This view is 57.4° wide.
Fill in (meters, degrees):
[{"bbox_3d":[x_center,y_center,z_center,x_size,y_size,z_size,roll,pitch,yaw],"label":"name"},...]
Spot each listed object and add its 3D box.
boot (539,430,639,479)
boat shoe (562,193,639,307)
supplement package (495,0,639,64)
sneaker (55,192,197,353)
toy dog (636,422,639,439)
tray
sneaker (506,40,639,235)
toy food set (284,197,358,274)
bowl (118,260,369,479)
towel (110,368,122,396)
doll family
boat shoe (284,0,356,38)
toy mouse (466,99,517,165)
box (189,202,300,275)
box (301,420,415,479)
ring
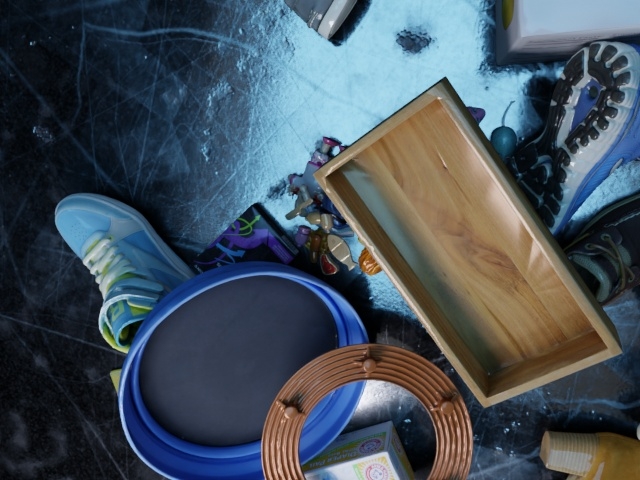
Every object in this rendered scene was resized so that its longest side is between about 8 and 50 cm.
[{"bbox_3d":[0.449,0.452,0.933,0.211,0.104,0.296,9,98,10],"label":"boot"},{"bbox_3d":[0.403,0.046,0.852,0.341,0.123,0.123,-32,93,15],"label":"boat shoe"},{"bbox_3d":[0.328,-0.340,0.720,0.197,0.262,0.200,-2,100,11],"label":"supplement package"},{"bbox_3d":[-0.326,0.055,0.941,0.319,0.208,0.127,39,107,-6],"label":"sneaker"},{"bbox_3d":[0.644,0.133,0.745,0.394,0.284,0.409,4,100,10],"label":"toy dog"},{"bbox_3d":[0.195,0.014,0.784,0.202,0.076,0.411,-33,100,27],"label":"tray"},{"bbox_3d":[0.359,-0.109,0.781,0.147,0.330,0.130,-8,56,-19],"label":"sneaker"},{"bbox_3d":[0.000,0.000,0.880,0.077,0.019,0.122,-32,87,28],"label":"toy food set"},{"bbox_3d":[-0.114,0.210,0.918,0.390,0.077,0.392,-9,116,-18],"label":"bowl"},{"bbox_3d":[-0.355,0.267,1.103,0.083,0.009,0.060,-14,97,13],"label":"towel"},{"bbox_3d":[0.055,-0.040,0.906,0.262,0.118,0.163,28,105,5],"label":"doll family"},{"bbox_3d":[0.054,-0.454,0.830,0.099,0.116,0.320,32,110,0],"label":"boat shoe"},{"bbox_3d":[0.246,-0.159,0.891,0.161,0.031,0.143,45,105,0],"label":"toy mouse"},{"bbox_3d":[-0.132,0.032,1.004,0.162,0.029,0.116,-43,90,17],"label":"box"},{"bbox_3d":[0.048,0.407,1.002,0.203,0.103,0.114,-20,97,14],"label":"box"},{"bbox_3d":[0.076,0.326,0.905,0.336,0.032,0.337,0,95,-3],"label":"ring"}]
